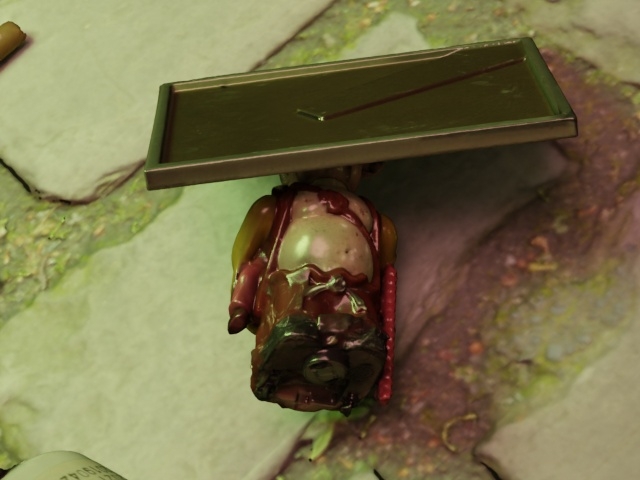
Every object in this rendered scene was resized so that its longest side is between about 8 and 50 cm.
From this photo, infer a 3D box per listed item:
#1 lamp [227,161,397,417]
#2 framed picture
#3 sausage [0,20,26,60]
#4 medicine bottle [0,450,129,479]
[{"bbox_3d":[0.000,0.000,1.242,0.118,0.118,0.253,-6,51,12],"label":"lamp"},{"bbox_3d":[0.023,-0.095,1.262,0.289,0.016,0.213,-7,21,0],"label":"framed picture"},{"bbox_3d":[-0.292,-0.140,1.473,0.116,0.026,0.026,-44,57,-15],"label":"sausage"},{"bbox_3d":[-0.096,0.242,1.092,0.258,0.143,0.143,25,67,30],"label":"medicine bottle"}]
